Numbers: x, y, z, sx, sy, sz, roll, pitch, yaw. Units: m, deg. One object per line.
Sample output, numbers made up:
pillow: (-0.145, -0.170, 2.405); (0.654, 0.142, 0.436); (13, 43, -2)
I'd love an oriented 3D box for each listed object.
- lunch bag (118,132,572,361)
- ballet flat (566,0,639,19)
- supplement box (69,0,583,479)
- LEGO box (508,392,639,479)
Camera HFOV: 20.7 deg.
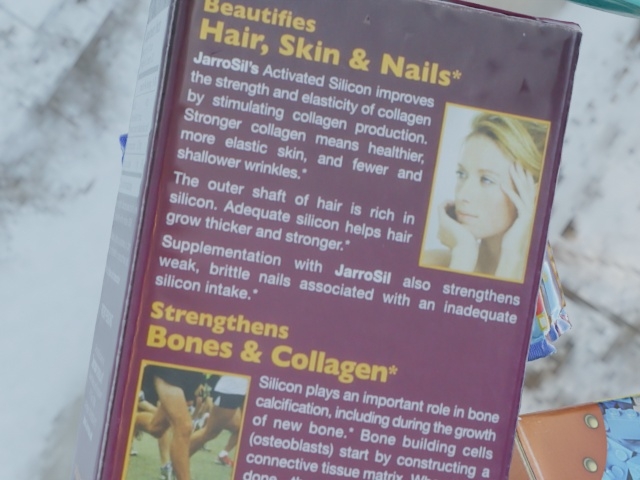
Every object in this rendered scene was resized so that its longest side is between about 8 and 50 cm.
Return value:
lunch bag: (0.000, 0.000, 1.214); (0.293, 0.221, 0.138); (-16, -179, 15)
ballet flat: (0.046, -0.133, 0.670); (0.074, 0.203, 0.074); (-43, 139, -52)
supplement box: (-0.006, 0.027, 0.461); (0.081, 0.104, 0.188); (-168, -92, -78)
LEGO box: (0.172, 0.281, 1.085); (0.372, 0.193, 0.500); (-5, 150, -32)
